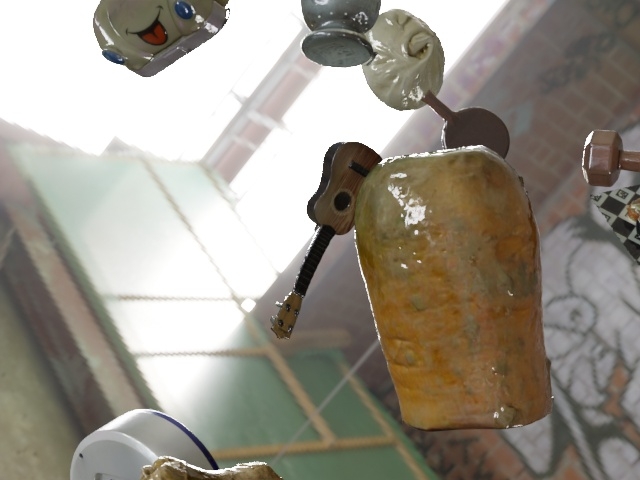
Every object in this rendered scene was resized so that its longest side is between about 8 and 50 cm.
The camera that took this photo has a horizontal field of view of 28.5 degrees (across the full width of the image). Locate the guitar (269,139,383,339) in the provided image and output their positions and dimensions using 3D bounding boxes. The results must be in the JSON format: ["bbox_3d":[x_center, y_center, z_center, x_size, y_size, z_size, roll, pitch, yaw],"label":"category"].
[{"bbox_3d":[-0.001,0.000,1.599,0.084,0.271,0.038,29,172,-28],"label":"guitar"}]

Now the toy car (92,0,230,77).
[{"bbox_3d":[-0.322,-0.503,2.311,0.226,0.242,0.336,29,-135,-44],"label":"toy car"}]

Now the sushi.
[{"bbox_3d":[0.424,-0.035,1.596,0.120,0.026,0.126,-14,-129,-16],"label":"sushi"}]

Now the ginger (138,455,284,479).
[{"bbox_3d":[-0.112,0.268,1.292,0.190,0.095,0.069,19,-178,-38],"label":"ginger"}]

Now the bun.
[{"bbox_3d":[0.157,-0.317,2.176,0.183,0.183,0.102,30,156,-30],"label":"bun"}]

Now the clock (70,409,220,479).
[{"bbox_3d":[-0.223,0.339,1.633,0.230,0.230,0.083,44,-139,16],"label":"clock"}]

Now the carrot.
[{"bbox_3d":[0.163,0.059,1.537,0.224,0.224,0.340,-25,-72,-73],"label":"carrot"}]

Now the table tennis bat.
[{"bbox_3d":[0.234,-0.190,2.021,0.170,0.107,0.119,42,175,5],"label":"table tennis bat"}]

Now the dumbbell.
[{"bbox_3d":[0.537,-0.123,2.006,0.231,0.082,0.092,7,156,20],"label":"dumbbell"}]

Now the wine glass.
[{"bbox_3d":[0.029,-0.339,1.697,0.111,0.111,0.204,23,-116,-46],"label":"wine glass"}]
